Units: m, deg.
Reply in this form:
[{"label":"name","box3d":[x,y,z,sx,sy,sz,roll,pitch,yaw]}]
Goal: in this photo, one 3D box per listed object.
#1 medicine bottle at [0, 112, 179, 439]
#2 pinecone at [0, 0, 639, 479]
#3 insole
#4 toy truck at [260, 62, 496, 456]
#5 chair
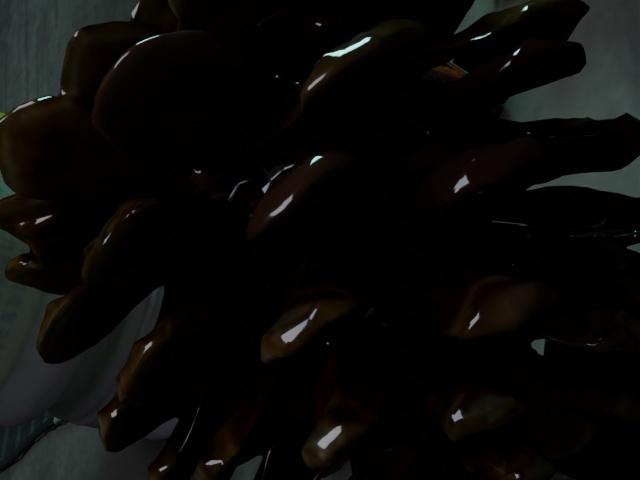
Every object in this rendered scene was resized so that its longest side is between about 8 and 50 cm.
[{"label":"medicine bottle","box3d":[-0.261,0.010,1.360,0.213,0.379,0.213,-42,39,47]},{"label":"pinecone","box3d":[0.018,0.008,0.756,0.264,0.264,0.264,-41,40,47]},{"label":"insole","box3d":[-0.234,0.129,1.654,0.309,0.012,0.110,-26,51,57]},{"label":"toy truck","box3d":[0.000,0.000,1.166,0.252,0.107,0.114,-65,30,15]},{"label":"chair","box3d":[0.130,0.069,0.877,0.229,0.113,0.106,-27,49,51]}]
